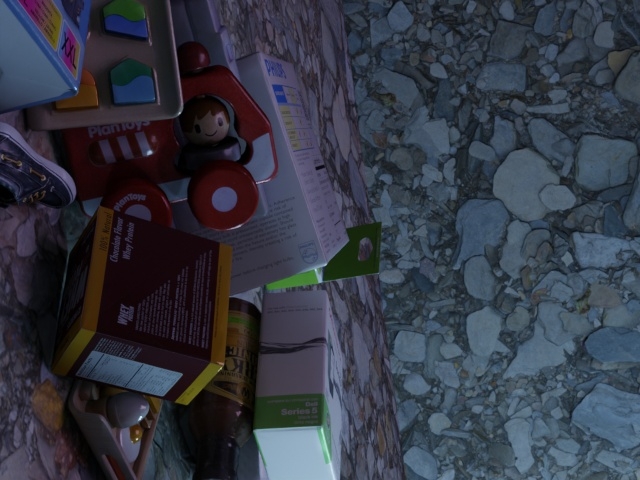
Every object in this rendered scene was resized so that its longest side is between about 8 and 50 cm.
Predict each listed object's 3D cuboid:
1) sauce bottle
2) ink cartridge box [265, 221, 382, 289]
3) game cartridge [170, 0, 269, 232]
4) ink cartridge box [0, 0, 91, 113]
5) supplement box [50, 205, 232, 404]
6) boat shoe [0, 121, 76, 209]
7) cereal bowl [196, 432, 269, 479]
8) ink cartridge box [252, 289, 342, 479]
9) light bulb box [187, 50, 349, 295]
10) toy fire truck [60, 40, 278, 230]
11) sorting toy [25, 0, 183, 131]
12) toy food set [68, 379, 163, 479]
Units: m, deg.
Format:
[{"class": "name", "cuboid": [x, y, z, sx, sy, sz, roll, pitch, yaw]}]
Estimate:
[{"class": "sauce bottle", "cuboid": [-0.152, 0.250, 1.784, 0.111, 0.111, 0.344, 67, 17, -45]}, {"class": "ink cartridge box", "cuboid": [0.000, 0.000, 2.482, 0.189, 0.255, 0.097, -83, 159, -51]}, {"class": "game cartridge", "cuboid": [-0.223, -0.185, 1.719, 0.068, 0.230, 0.355, -97, 174, -68]}, {"class": "ink cartridge box", "cuboid": [-0.389, -0.392, 1.346, 0.270, 0.151, 0.396, 61, 22, -55]}, {"class": "supplement box", "cuboid": [-0.235, 0.088, 1.492, 0.129, 0.194, 0.191, -47, -147, 46]}, {"class": "boat shoe", "cuboid": [-0.371, -0.066, 1.395, 0.183, 0.065, 0.083, 50, 36, -56]}, {"class": "cereal bowl", "cuboid": [-0.123, 0.383, 1.962, 0.339, 0.141, 0.339, -9, 90, -76]}, {"class": "ink cartridge box", "cuboid": [-0.032, 0.245, 1.838, 0.198, 0.114, 0.273, 78, 11, -48]}, {"class": "light bulb box", "cuboid": [-0.120, -0.117, 1.967, 0.358, 0.225, 0.361, -39, 111, -81]}, {"class": "toy fire truck", "cuboid": [-0.219, -0.144, 1.591, 0.169, 0.302, 0.254, -119, -163, -64]}, {"class": "sorting toy", "cuboid": [-0.298, -0.251, 1.501, 0.038, 0.208, 0.193, 152, -70, -80]}, {"class": "toy food set", "cuboid": [-0.254, 0.223, 1.618, 0.306, 0.092, 0.220, -81, 157, -53]}]
